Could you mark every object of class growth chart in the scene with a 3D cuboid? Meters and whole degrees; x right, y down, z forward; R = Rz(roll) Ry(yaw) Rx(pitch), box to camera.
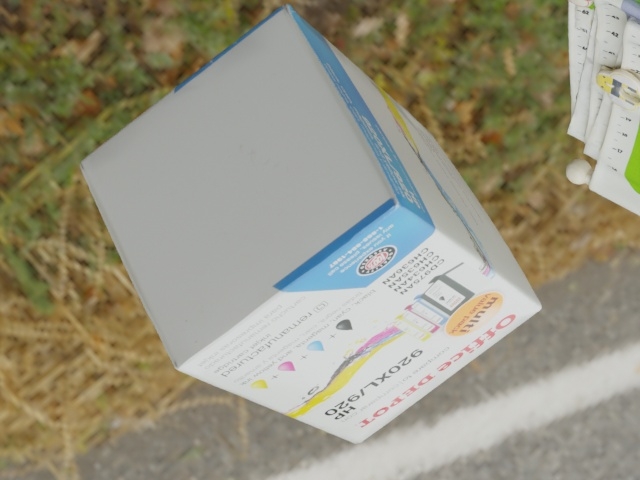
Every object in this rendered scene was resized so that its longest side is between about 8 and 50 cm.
[{"bbox_3d":[0.198,-0.068,0.923,0.021,0.172,0.237,-50,149,-22],"label":"growth chart"}]

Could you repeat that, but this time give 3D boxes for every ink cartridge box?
[{"bbox_3d":[0.000,0.000,1.070,0.171,0.168,0.233,-37,149,13],"label":"ink cartridge box"}]
